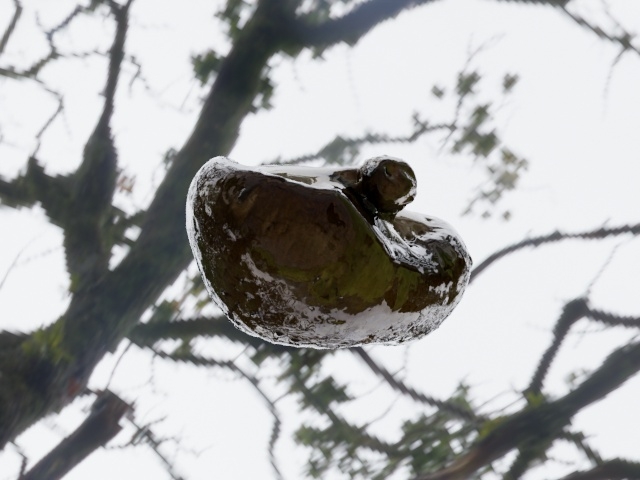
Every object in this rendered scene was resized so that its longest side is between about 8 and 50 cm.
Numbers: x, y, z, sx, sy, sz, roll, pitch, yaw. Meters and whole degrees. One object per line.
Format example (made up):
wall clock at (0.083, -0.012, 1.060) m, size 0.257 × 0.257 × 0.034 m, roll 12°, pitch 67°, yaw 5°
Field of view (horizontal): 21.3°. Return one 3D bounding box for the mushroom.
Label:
mushroom at (-0.002, 0.015, 1.237) m, size 0.231 × 0.194 × 0.138 m, roll 15°, pitch -104°, yaw -42°
